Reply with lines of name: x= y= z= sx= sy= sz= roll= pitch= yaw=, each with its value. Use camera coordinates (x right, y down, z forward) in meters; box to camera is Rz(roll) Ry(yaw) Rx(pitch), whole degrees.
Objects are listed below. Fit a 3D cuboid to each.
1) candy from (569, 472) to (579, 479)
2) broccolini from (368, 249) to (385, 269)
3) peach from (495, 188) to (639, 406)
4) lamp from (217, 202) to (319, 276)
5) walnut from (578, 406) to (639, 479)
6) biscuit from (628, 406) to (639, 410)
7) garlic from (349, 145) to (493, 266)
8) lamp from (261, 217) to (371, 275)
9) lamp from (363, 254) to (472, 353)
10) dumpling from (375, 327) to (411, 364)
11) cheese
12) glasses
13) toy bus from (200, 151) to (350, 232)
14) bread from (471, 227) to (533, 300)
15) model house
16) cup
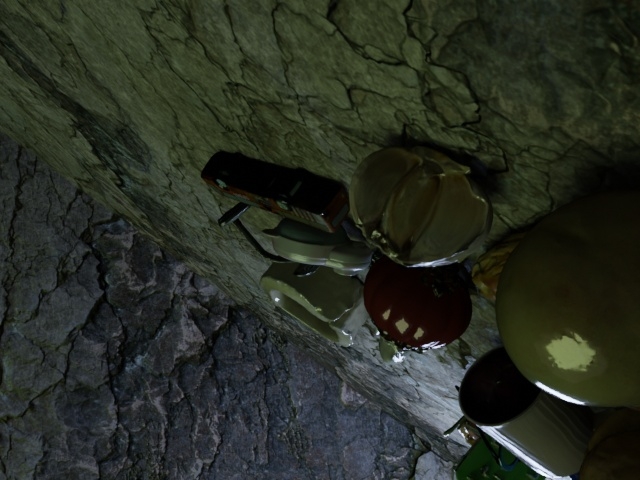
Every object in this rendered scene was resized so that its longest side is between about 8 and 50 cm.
candy: x=0.649 y=0.543 z=1.415 sx=0.187 sy=0.077 sz=0.331 roll=37 pitch=-162 yaw=-9
broccolini: x=0.106 y=0.055 z=1.448 sx=0.216 sy=0.058 sz=0.067 roll=179 pitch=75 yaw=-71
peach: x=0.368 y=0.078 z=0.719 sx=0.292 sy=0.247 sz=0.292 roll=12 pitch=142 yaw=10
lamp: x=-0.127 y=0.005 z=1.474 sx=0.283 sy=0.124 sz=0.203 roll=37 pitch=-167 yaw=-4
walnut: x=0.674 y=0.491 z=1.074 sx=0.383 sy=0.384 sz=0.383 roll=31 pitch=161 yaw=12
biscuit: x=0.475 y=0.233 z=1.067 sx=0.257 sy=0.049 sz=0.273 roll=27 pitch=-178 yaw=0
garlic: x=0.155 y=-0.046 z=0.932 sx=0.229 sy=0.178 sz=0.143 roll=33 pitch=180 yaw=19
lamp: x=0.001 y=-0.002 z=1.333 sx=0.246 sy=0.108 sz=0.179 roll=19 pitch=-160 yaw=16
lamp: x=0.197 y=0.112 z=1.180 sx=0.227 sy=0.227 sz=0.227 roll=31 pitch=161 yaw=12
dumpling: x=0.218 y=0.308 z=1.770 sx=0.127 sy=0.108 sz=0.188 roll=56 pitch=-177 yaw=20
cheese: x=-0.007 y=0.161 z=1.705 sx=0.332 sy=0.153 sz=0.292 roll=33 pitch=161 yaw=4
glasses: x=0.419 y=0.456 z=1.501 sx=0.206 sy=0.239 sz=0.102 roll=1 pitch=157 yaw=15
toy bus: x=-0.113 y=-0.117 z=1.319 sx=0.408 sy=0.093 sz=0.092 roll=21 pitch=158 yaw=39
bread: x=0.367 y=0.080 z=0.964 sx=0.210 sy=0.099 sz=0.235 roll=34 pitch=162 yaw=3
model house: x=0.541 y=0.621 z=1.688 sx=0.340 sy=0.300 sz=0.323 roll=42 pitch=171 yaw=-2
cup: x=0.504 y=0.369 z=1.333 sx=0.273 sy=0.288 sz=0.208 roll=42 pitch=-164 yaw=-23
